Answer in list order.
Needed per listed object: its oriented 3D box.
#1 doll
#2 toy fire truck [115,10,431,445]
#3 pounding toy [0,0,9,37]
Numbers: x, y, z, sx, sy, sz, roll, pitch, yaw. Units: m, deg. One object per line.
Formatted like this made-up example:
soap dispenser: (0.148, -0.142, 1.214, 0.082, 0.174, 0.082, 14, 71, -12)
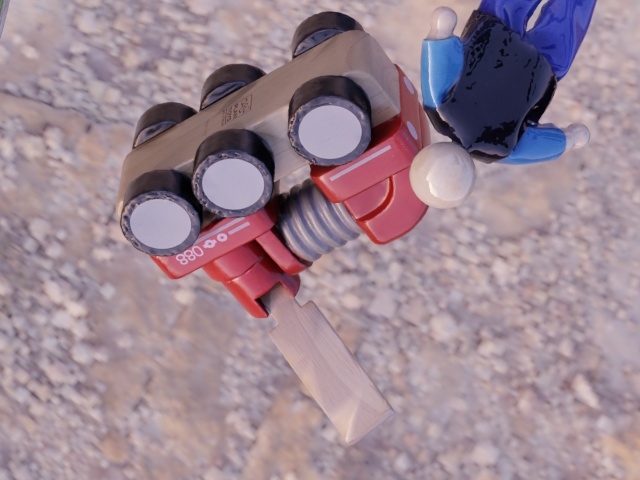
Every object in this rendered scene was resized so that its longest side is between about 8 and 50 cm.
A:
doll: (0.109, -0.096, 1.005, 0.129, 0.046, 0.189, 42, 69, -27)
toy fire truck: (0.000, 0.000, 1.282, 0.217, 0.158, 0.246, -28, 122, 19)
pounding toy: (-0.269, -0.161, 1.079, 0.110, 0.237, 0.183, 16, 135, -28)
